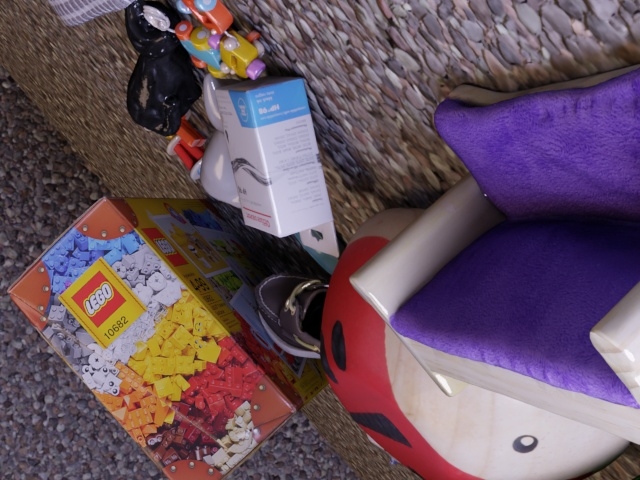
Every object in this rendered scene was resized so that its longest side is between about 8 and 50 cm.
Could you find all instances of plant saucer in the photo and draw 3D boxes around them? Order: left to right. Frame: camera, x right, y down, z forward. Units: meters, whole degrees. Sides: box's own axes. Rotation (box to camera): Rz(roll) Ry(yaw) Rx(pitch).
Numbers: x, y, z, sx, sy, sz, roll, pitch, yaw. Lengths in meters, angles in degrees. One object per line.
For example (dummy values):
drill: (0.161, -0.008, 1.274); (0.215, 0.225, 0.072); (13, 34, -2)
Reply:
plant saucer: (0.000, 0.000, 1.499); (0.119, 0.021, 0.119); (46, 167, 14)

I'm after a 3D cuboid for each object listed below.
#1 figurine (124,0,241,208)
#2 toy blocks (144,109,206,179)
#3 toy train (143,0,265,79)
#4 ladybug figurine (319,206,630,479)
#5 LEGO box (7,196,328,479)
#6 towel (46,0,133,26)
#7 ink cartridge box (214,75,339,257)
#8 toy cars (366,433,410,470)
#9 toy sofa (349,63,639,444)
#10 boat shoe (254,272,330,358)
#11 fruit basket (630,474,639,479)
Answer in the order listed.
figurine: (-0.139, -0.159, 1.361); (0.215, 0.092, 0.209); (44, 163, 16)
toy blocks: (-0.178, -0.133, 1.638); (0.148, 0.054, 0.123); (46, 168, 13)
toy train: (-0.104, -0.207, 1.144); (0.125, 0.046, 0.166); (44, 168, -21)
ladybug figurine: (0.116, 0.120, 1.122); (0.305, 0.162, 0.449); (49, 168, 0)
LEGO box: (-0.177, 0.131, 1.767); (0.372, 0.193, 0.500); (48, -172, 5)
towel: (-0.261, -0.327, 1.169); (0.235, 0.121, 0.284); (52, 168, -19)
ink cartridge box: (-0.043, -0.067, 1.187); (0.104, 0.060, 0.180); (-161, 57, -66)
toy cars: (0.181, 0.284, 1.377); (0.394, 0.087, 0.176); (35, 170, -8)
toy sofa: (0.141, 0.009, 0.718); (0.177, 0.150, 0.362); (50, 168, -13)
boat shoe: (0.014, 0.100, 1.548); (0.324, 0.116, 0.096); (28, 156, 49)
fruit basket: (0.265, 0.386, 0.930); (0.392, 0.392, 0.283); (46, 168, 13)
